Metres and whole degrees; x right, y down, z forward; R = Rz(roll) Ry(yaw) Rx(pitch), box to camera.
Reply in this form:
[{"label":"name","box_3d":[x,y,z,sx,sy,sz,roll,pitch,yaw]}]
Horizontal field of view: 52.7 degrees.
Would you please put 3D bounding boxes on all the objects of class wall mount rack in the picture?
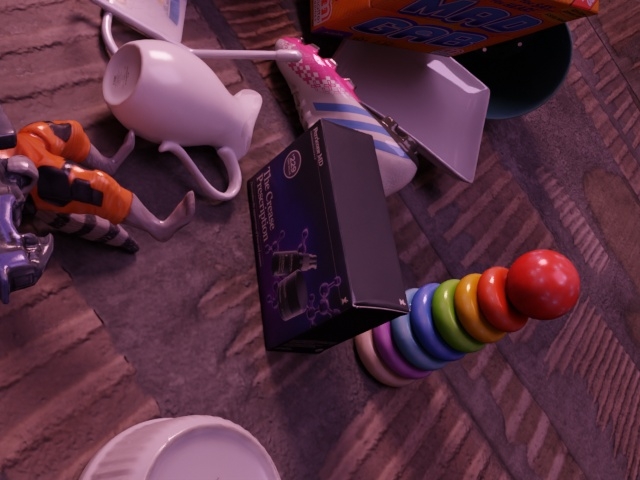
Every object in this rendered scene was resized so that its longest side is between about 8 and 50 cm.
[{"label":"wall mount rack","box_3d":[-0.182,-0.383,0.961,0.304,0.130,0.350,23,53,-34]}]

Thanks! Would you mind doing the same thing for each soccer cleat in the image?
[{"label":"soccer cleat","box_3d":[0.012,-0.195,1.056,0.331,0.143,0.116,46,1,14]}]

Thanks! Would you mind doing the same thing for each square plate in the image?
[{"label":"square plate","box_3d":[0.183,-0.304,1.298,0.347,0.049,0.344,34,46,-12]}]

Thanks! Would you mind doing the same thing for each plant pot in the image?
[{"label":"plant pot","box_3d":[0.415,-0.462,1.485,0.293,0.293,0.235,43,36,-17]}]

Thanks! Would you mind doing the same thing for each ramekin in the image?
[{"label":"ramekin","box_3d":[-0.130,0.272,0.641,0.207,0.109,0.207,24,52,-34]}]

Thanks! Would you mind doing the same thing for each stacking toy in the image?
[{"label":"stacking toy","box_3d":[0.203,0.098,0.900,0.141,0.330,0.141,24,52,-34]}]

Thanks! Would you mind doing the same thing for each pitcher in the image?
[{"label":"pitcher","box_3d":[-0.176,-0.155,0.851,0.207,0.125,0.177,19,66,-51]}]

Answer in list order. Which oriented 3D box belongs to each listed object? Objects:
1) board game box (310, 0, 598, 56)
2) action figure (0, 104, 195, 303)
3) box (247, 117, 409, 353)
[{"label":"board game box","box_3d":[0.222,-0.553,1.122,0.356,0.356,0.356,-3,93,-35]},{"label":"action figure","box_3d":[-0.297,-0.032,0.616,0.330,0.178,0.341,0,42,-39]},{"label":"box","box_3d":[0.000,0.000,0.872,0.103,0.184,0.261,12,58,-40]}]
